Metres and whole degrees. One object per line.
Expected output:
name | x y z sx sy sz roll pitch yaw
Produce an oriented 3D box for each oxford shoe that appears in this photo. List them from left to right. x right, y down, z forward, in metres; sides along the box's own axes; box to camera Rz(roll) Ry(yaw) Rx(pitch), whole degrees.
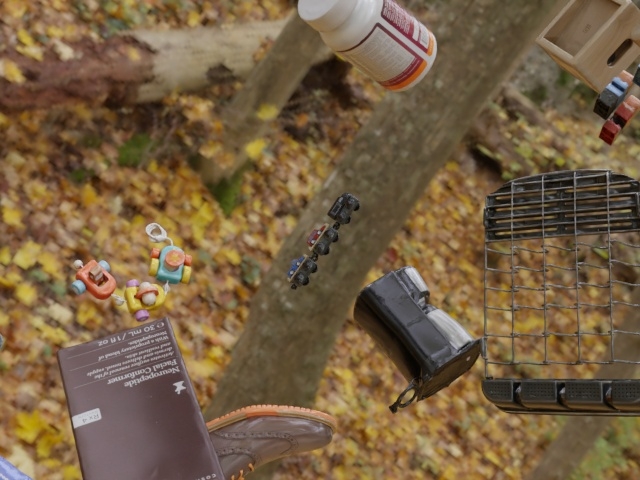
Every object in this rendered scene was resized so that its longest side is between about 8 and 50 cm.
oxford shoe | -0.147 0.357 1.644 0.130 0.363 0.133 76 3 -55

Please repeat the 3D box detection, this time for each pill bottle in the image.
pill bottle | 0.075 -0.336 1.616 0.221 0.121 0.121 29 9 -40

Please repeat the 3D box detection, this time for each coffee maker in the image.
coffee maker | 0.130 0.142 1.547 0.171 0.120 0.178 -15 53 -42

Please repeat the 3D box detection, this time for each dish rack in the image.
dish rack | 0.276 0.059 1.141 0.208 0.272 0.074 -4 -10 30

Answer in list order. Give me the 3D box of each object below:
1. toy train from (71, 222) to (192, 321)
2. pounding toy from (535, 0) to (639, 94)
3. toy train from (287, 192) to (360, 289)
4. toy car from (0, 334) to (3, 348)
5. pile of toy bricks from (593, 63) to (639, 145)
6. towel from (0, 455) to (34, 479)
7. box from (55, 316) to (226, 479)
toy train | -0.250 0.037 1.395 0.125 0.166 0.046 46 -36 7
pounding toy | 0.463 -0.317 1.561 0.094 0.181 0.206 35 12 -31
toy train | 0.000 0.000 1.440 0.036 0.158 0.027 37 6 29
toy car | -0.459 0.180 1.229 0.155 0.188 0.149 22 -12 28
pile of toy bricks | 0.333 -0.139 0.930 0.118 0.105 0.212 40 -8 16
towel | -0.529 0.407 1.599 0.243 0.040 0.336 32 2 11
box | -0.263 0.304 1.516 0.381 0.191 0.143 -120 -162 -45
